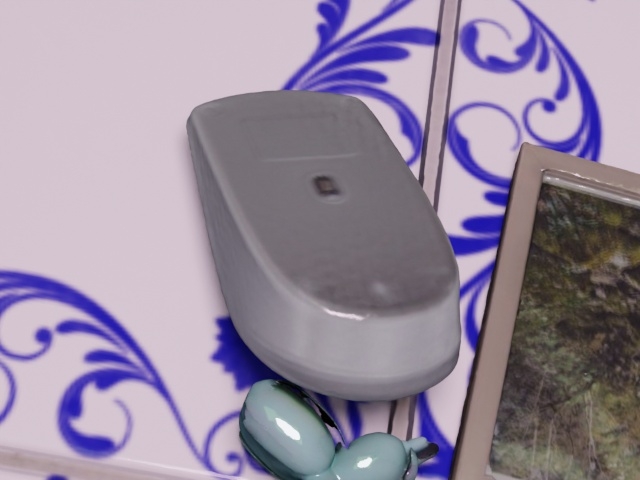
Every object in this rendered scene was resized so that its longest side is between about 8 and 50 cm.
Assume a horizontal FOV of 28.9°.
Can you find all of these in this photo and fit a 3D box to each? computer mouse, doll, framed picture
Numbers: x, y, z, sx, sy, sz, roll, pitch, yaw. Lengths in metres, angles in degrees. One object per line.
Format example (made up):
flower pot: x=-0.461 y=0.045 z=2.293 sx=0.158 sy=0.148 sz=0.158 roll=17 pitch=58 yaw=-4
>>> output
computer mouse: x=0.000 y=0.000 z=0.704 sx=0.127 sy=0.079 sz=0.231 roll=-1 pitch=44 yaw=-21
doll: x=0.009 y=0.163 z=0.632 sx=0.158 sy=0.059 sz=0.159 roll=16 pitch=62 yaw=1
framed picture: x=0.250 y=0.083 z=0.726 sx=0.324 sy=0.020 sz=0.241 roll=17 pitch=64 yaw=1
